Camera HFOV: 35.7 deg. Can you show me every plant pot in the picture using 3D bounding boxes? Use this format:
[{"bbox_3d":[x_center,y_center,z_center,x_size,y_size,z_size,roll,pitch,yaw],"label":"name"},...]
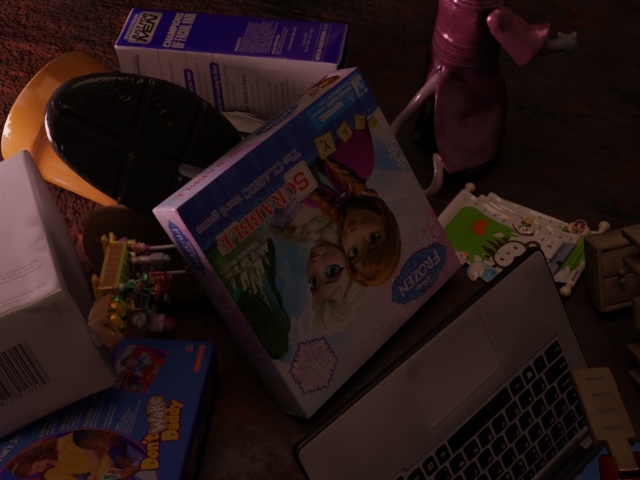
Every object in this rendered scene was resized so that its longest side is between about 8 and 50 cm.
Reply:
[{"bbox_3d":[-0.328,-0.144,1.469,0.188,0.205,0.205,34,58,9],"label":"plant pot"}]

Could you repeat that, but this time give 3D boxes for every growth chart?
[{"bbox_3d":[0.272,0.001,1.417,0.237,0.021,0.172,20,54,19],"label":"growth chart"}]

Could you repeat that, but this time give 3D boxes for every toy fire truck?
[{"bbox_3d":[0.357,0.249,1.017,0.217,0.158,0.246,-3,82,-18],"label":"toy fire truck"}]

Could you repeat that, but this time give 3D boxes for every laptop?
[{"bbox_3d":[0.250,0.284,1.045,0.382,0.408,0.236,-36,23,-25],"label":"laptop"}]

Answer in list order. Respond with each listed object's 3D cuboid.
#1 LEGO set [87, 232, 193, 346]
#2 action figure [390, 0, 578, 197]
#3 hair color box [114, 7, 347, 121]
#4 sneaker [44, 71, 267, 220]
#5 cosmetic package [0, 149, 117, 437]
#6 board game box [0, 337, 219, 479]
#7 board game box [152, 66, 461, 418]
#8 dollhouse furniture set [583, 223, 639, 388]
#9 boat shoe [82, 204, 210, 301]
[{"bbox_3d":[-0.200,0.051,1.189,0.107,0.287,0.132,-4,88,-1],"label":"LEGO set"},{"bbox_3d":[0.198,-0.291,1.437,0.276,0.370,0.248,-29,56,-22],"label":"action figure"},{"bbox_3d":[-0.129,-0.246,1.539,0.339,0.185,0.110,5,50,6],"label":"hair color box"},{"bbox_3d":[-0.180,-0.118,1.370,0.448,0.169,0.257,16,6,-30],"label":"sneaker"},{"bbox_3d":[-0.407,0.061,1.229,0.217,0.156,0.385,-25,34,-6],"label":"cosmetic package"},{"bbox_3d":[-0.262,0.256,1.143,0.233,0.078,0.347,2,38,5],"label":"board game box"},{"bbox_3d":[0.000,0.000,1.251,0.319,0.318,0.066,-42,24,-27],"label":"board game box"},{"bbox_3d":[0.455,0.064,1.235,0.161,0.212,0.242,-13,23,-6],"label":"dollhouse furniture set"},{"bbox_3d":[-0.157,0.023,1.371,0.341,0.121,0.110,14,14,8],"label":"boat shoe"}]
